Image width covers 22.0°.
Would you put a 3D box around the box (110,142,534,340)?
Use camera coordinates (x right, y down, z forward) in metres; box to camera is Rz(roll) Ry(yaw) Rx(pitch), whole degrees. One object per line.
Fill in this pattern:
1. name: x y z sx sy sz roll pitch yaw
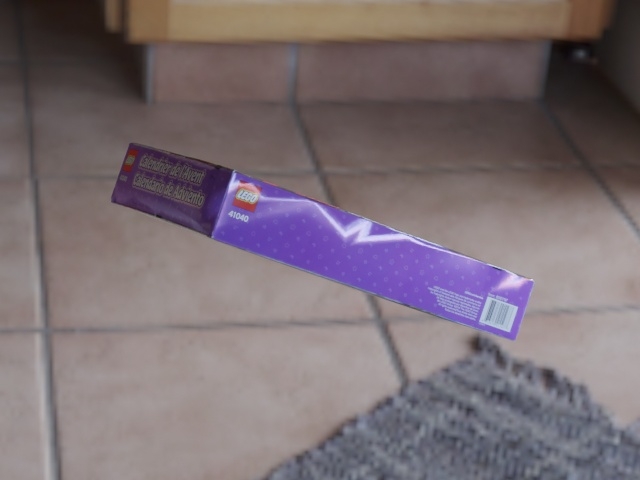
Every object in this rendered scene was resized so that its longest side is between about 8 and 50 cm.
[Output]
1. box: 0.000 0.000 1.335 0.293 0.057 0.201 20 -2 -31
